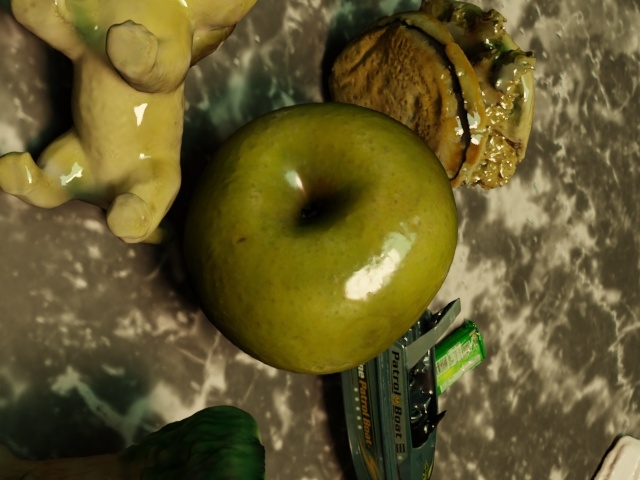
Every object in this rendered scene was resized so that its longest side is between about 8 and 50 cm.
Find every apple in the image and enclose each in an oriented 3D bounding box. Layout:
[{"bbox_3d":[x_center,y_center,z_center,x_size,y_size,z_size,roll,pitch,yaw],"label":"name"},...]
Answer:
[{"bbox_3d":[0.000,0.000,0.993,0.196,0.196,0.157,-56,154,-22],"label":"apple"}]

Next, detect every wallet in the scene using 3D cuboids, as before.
[{"bbox_3d":[0.330,0.291,1.435,0.124,0.032,0.183,-55,128,-20],"label":"wallet"}]

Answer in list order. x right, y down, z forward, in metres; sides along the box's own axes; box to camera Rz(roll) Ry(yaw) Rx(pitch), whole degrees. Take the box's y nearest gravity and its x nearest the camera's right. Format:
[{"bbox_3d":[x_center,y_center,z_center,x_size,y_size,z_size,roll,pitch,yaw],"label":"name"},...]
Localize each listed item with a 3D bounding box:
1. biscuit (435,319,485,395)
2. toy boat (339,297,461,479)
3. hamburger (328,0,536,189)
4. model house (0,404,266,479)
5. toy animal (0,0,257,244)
[{"bbox_3d":[0.113,0.106,1.224,0.089,0.016,0.046,-34,118,-34],"label":"biscuit"},{"bbox_3d":[0.064,0.131,1.129,0.093,0.103,0.246,-40,128,-60],"label":"toy boat"},{"bbox_3d":[0.100,-0.113,1.085,0.131,0.185,0.159,-14,89,-37],"label":"hamburger"},{"bbox_3d":[-0.164,0.251,0.805,0.280,0.312,0.245,-3,102,-5],"label":"model house"},{"bbox_3d":[-0.118,-0.110,0.920,0.168,0.121,0.233,-1,105,-71],"label":"toy animal"}]
